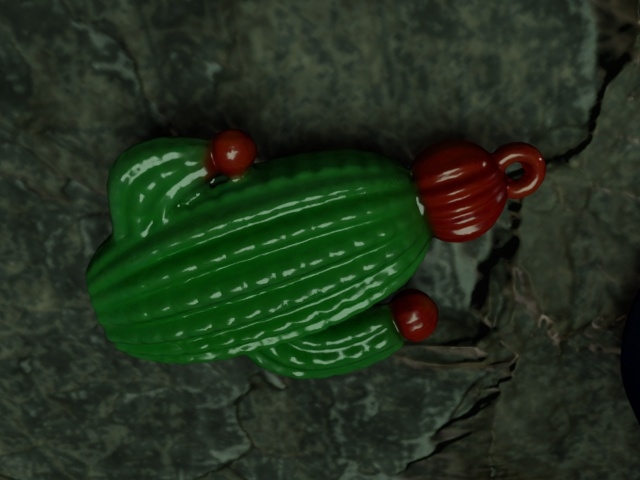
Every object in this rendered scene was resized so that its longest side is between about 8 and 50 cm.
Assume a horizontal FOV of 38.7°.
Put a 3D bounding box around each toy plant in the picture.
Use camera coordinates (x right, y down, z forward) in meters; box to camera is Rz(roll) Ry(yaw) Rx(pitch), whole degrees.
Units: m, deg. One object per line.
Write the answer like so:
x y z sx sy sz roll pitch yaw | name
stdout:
-0.006 0.012 0.500 0.241 0.088 0.154 2 119 -6 | toy plant

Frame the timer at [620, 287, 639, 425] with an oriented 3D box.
0.298 0.164 0.403 0.271 0.383 0.270 4 129 5 | timer
